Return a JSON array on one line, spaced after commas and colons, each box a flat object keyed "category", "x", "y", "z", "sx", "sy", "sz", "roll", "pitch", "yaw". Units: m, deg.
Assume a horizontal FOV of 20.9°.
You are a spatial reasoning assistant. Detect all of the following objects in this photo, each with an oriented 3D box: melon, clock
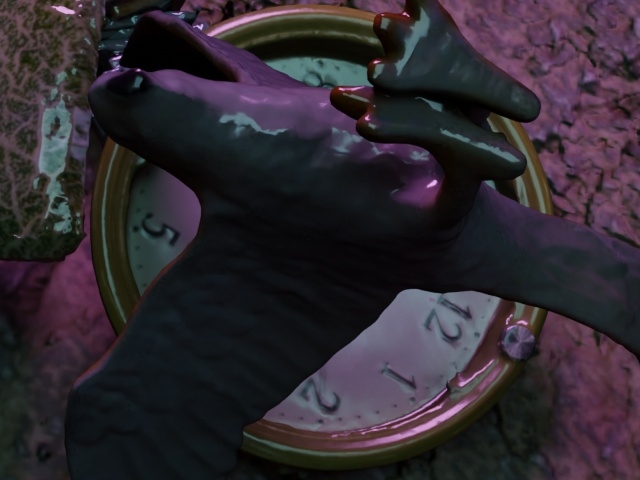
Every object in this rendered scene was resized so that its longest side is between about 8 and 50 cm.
[{"category": "melon", "x": -0.136, "y": -0.037, "z": 0.790, "sx": 0.202, "sy": 0.093, "sz": 0.139, "roll": -50, "pitch": 49, "yaw": 6}, {"category": "clock", "x": 0.000, "y": 0.000, "z": 0.859, "sx": 0.237, "sy": 0.057, "sz": 0.237, "roll": 4, "pitch": 74, "yaw": -12}]

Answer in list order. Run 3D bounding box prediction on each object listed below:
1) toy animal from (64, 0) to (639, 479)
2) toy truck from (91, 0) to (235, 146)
[{"category": "toy animal", "x": 0.046, "y": 0.012, "z": 0.690, "sx": 0.284, "sy": 0.302, "sz": 0.225, "roll": 9, "pitch": 70, "yaw": -5}, {"category": "toy truck", "x": -0.138, "y": -0.103, "z": 0.882, "sx": 0.178, "sy": 0.080, "sz": 0.115, "roll": -24, "pitch": 80, "yaw": -25}]
